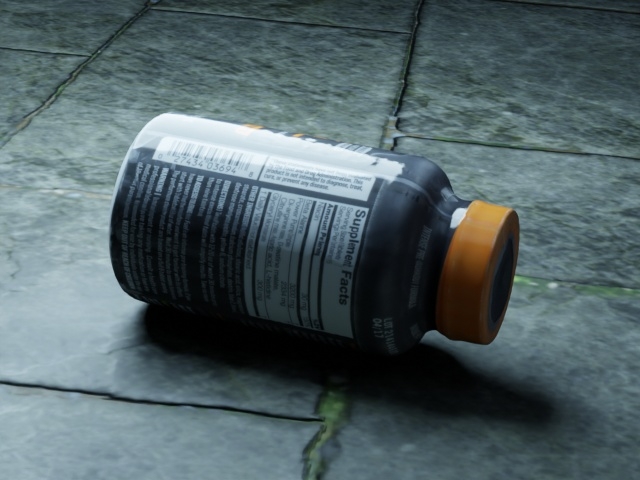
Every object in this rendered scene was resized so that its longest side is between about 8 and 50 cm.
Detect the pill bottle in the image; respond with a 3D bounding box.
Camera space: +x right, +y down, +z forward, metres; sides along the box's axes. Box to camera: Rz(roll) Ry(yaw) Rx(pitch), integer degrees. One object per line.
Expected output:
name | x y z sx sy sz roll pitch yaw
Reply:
pill bottle | 0.000 0.000 0.922 0.246 0.130 0.130 12 23 17
